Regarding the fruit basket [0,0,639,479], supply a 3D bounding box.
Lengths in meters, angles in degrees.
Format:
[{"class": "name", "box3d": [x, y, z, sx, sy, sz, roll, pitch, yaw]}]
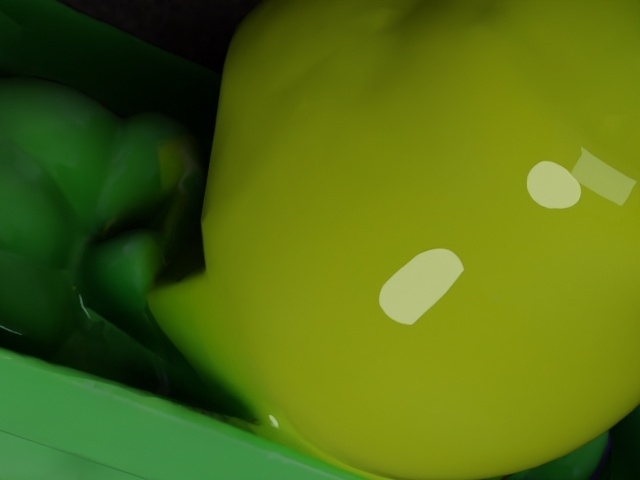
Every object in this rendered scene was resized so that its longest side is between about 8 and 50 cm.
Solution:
[{"class": "fruit basket", "box3d": [0.000, 0.000, 0.617, 0.392, 0.283, 0.392, -6, 127, -8]}]
